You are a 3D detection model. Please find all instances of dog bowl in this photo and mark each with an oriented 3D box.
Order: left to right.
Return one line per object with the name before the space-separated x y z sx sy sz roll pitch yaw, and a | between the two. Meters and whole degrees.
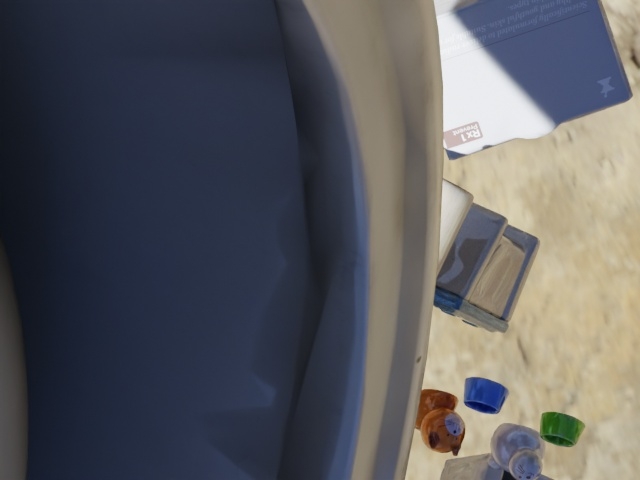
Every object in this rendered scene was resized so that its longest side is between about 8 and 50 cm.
dog bowl | -0.124 0.085 0.365 0.150 0.408 0.408 17 108 20

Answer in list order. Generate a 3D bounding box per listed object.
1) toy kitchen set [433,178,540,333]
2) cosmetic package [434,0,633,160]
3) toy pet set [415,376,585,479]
toy kitchen set | 0.000 0.000 1.202 0.207 0.166 0.122 26 90 29
cosmetic package | 0.120 -0.156 1.306 0.127 0.238 0.107 -19 112 7
toy pet set | 0.069 0.106 0.691 0.122 0.114 0.065 25 69 -20
